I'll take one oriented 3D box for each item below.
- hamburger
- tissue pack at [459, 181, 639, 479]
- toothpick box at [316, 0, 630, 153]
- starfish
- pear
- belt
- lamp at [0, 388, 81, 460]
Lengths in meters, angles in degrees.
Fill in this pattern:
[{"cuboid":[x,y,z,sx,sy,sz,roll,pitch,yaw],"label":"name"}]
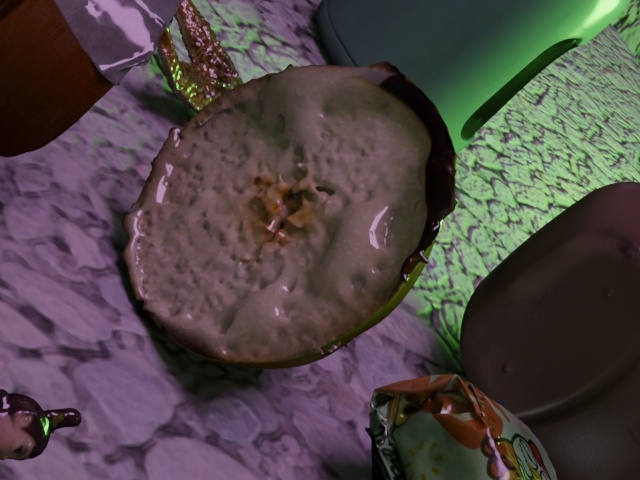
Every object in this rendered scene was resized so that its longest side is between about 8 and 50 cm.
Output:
[{"cuboid":[0.131,0.223,1.486,0.214,0.125,0.235,32,31,-51],"label":"hamburger"},{"cuboid":[0.327,0.141,1.820,0.387,0.267,0.277,49,19,-1],"label":"tissue pack"},{"cuboid":[0.186,-0.292,2.136,0.263,0.355,0.263,42,22,-22],"label":"toothpick box"},{"cuboid":[-0.098,-0.127,1.689,0.247,0.050,0.138,60,15,-11],"label":"starfish"},{"cuboid":[-0.003,0.001,1.462,0.267,0.267,0.178,63,7,30],"label":"pear"},{"cuboid":[-0.186,-0.173,1.354,0.105,0.184,0.261,47,25,-24],"label":"belt"},{"cuboid":[-0.218,0.122,0.959,0.253,0.118,0.118,17,39,-55],"label":"lamp"}]
